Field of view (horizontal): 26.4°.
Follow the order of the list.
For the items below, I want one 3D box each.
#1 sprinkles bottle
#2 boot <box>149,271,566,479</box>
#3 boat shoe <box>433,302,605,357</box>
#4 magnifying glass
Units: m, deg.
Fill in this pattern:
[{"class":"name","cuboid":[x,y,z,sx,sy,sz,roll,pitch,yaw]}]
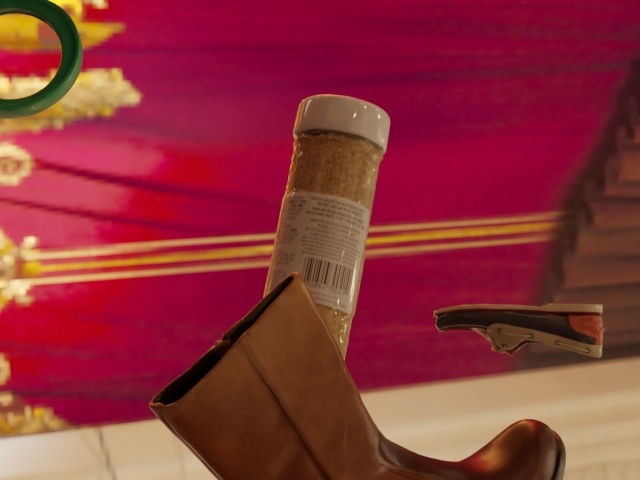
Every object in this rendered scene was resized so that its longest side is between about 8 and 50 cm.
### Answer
[{"class":"sprinkles bottle","cuboid":[0.000,0.000,1.714,0.121,0.121,0.355,-18,-121,64]},{"class":"boot","cuboid":[0.039,0.144,1.048,0.280,0.264,0.096,57,-18,-14]},{"class":"boat shoe","cuboid":[0.158,0.071,1.093,0.049,0.137,0.043,6,84,-79]},{"class":"magnifying glass","cuboid":[-0.284,-0.110,0.989,0.026,0.231,0.092,108,-42,-72]}]
